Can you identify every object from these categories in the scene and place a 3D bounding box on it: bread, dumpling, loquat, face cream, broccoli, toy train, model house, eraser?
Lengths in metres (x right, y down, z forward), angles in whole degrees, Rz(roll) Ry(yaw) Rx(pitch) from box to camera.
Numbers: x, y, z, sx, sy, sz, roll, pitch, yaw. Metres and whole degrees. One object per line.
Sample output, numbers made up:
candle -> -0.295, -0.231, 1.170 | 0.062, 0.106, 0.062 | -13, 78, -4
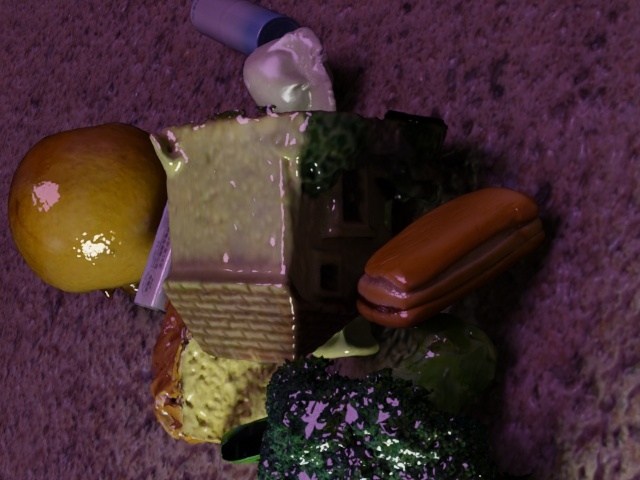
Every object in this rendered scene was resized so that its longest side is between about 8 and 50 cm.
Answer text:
bread -> -0.125, 0.129, 1.672 | 0.147, 0.160, 0.260 | -13, 66, 60
dumpling -> -0.033, -0.197, 1.778 | 0.111, 0.181, 0.155 | -27, 76, 0
loquat -> -0.321, -0.042, 1.963 | 0.275, 0.275, 0.274 | -31, 48, 42
face cream -> -0.112, -0.316, 1.968 | 0.250, 0.077, 0.077 | 36, 101, 57
broccoli -> 0.082, 0.199, 1.278 | 0.298, 0.297, 0.297 | -5, 41, 54
toy train -> -0.026, 0.222, 1.543 | 0.209, 0.042, 0.044 | -21, 60, 35
bread -> 0.127, 0.016, 1.360 | 0.200, 0.077, 0.116 | -31, 24, -19
model house -> 0.000, 0.000, 1.462 | 0.261, 0.321, 0.266 | -1, 87, 38
eraser -> -0.159, 0.007, 1.807 | 0.068, 0.125, 0.210 | 9, 80, 55
